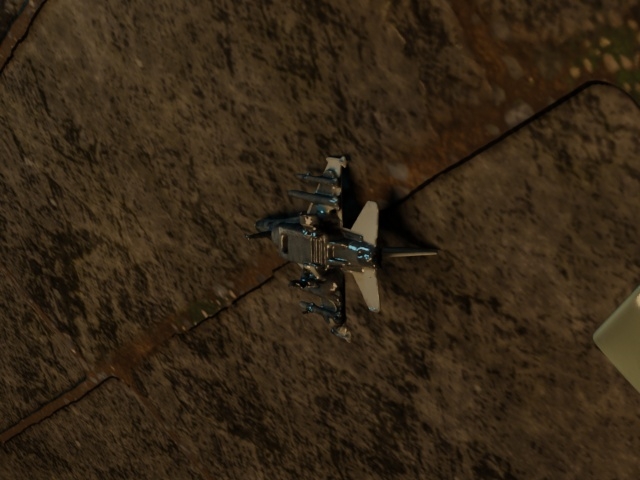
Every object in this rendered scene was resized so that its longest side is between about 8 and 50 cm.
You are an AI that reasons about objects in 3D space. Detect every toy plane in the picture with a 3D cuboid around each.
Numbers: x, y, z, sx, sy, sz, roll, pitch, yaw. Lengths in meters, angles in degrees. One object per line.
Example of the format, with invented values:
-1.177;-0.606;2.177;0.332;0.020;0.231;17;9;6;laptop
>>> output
-0.009;0.003;1.233;0.234;0.082;0.160;9;105;47;toy plane

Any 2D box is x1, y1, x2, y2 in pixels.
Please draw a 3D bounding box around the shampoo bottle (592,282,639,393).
0.344;0.155;0.943;0.359;0.078;0.134;43;141;10;shampoo bottle
